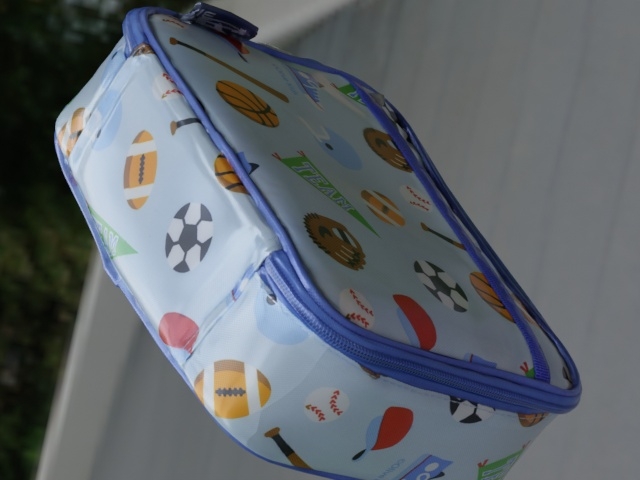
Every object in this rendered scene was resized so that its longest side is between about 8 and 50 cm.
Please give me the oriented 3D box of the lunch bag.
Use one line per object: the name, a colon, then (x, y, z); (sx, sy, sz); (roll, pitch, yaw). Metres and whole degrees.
lunch bag: (0.000, 0.000, 1.075); (0.115, 0.243, 0.303); (-52, 45, 24)
